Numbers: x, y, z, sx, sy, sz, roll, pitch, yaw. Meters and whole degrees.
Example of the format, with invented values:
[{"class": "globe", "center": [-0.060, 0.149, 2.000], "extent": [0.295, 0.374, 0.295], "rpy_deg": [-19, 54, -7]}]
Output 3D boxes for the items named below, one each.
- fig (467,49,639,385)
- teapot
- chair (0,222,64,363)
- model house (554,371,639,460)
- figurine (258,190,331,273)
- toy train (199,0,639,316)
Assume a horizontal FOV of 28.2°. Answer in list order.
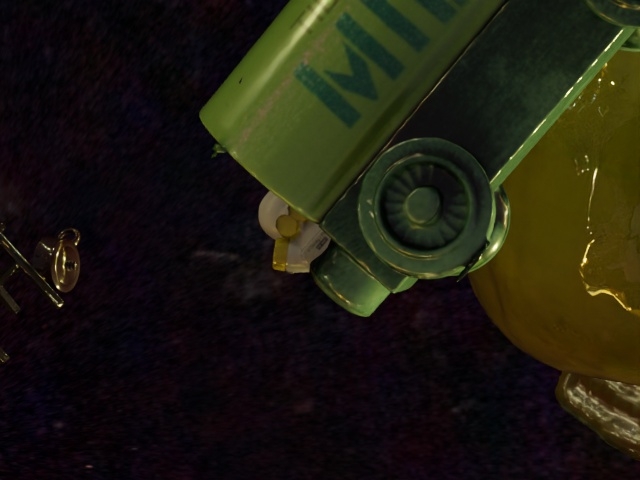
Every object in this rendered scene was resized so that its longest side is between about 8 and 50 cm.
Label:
[{"class": "fig", "center": [0.255, -0.065, 0.813], "extent": [0.343, 0.343, 0.343], "rpy_deg": [3, 80, -19]}, {"class": "teapot", "center": [-0.308, 0.026, 1.516], "extent": [0.045, 0.068, 0.100], "rpy_deg": [4, 55, 20]}, {"class": "chair", "center": [-0.330, 0.004, 1.078], "extent": [0.212, 0.101, 0.084], "rpy_deg": [53, 57, -21]}, {"class": "model house", "center": [0.332, 0.118, 1.233], "extent": [0.239, 0.268, 0.173], "rpy_deg": [-27, 126, -19]}, {"class": "figurine", "center": [-0.007, -0.004, 1.405], "extent": [0.130, 0.178, 0.109], "rpy_deg": [33, 87, -19]}, {"class": "toy train", "center": [0.059, -0.095, 0.557], "extent": [0.157, 0.105, 0.253], "rpy_deg": [42, 101, 9]}]
